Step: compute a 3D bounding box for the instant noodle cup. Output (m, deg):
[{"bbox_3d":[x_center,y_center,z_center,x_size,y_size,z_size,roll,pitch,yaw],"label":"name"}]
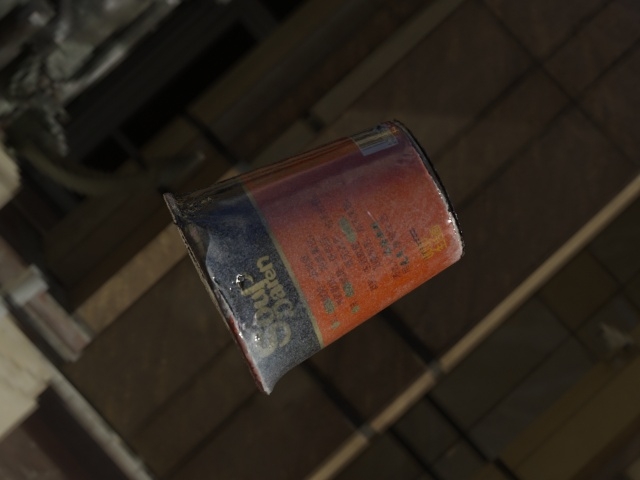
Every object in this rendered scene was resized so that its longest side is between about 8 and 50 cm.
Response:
[{"bbox_3d":[0.000,0.000,0.797,0.127,0.136,0.127,62,-6,11],"label":"instant noodle cup"}]
